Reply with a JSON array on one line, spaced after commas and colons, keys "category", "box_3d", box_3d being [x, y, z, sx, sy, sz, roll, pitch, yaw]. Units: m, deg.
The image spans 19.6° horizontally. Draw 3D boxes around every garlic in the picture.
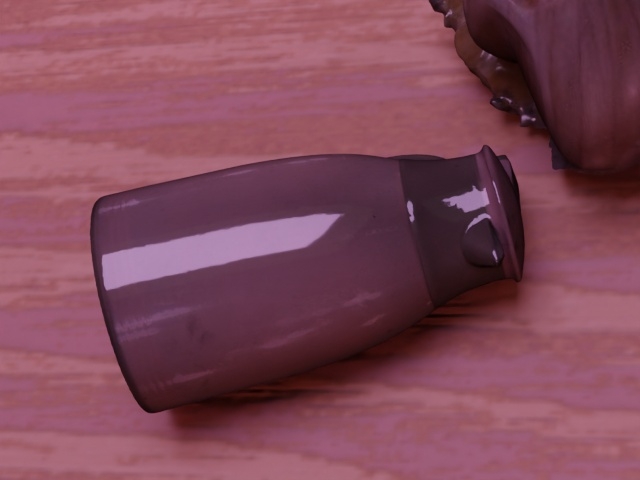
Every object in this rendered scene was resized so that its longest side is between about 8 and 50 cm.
[{"category": "garlic", "box_3d": [0.118, -0.166, 0.883, 0.207, 0.257, 0.207, -30, 8, 5]}]

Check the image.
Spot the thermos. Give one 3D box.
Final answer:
[{"category": "thermos", "box_3d": [0.000, 0.000, 0.876, 0.193, 0.105, 0.137, -15, 22, 6]}]
